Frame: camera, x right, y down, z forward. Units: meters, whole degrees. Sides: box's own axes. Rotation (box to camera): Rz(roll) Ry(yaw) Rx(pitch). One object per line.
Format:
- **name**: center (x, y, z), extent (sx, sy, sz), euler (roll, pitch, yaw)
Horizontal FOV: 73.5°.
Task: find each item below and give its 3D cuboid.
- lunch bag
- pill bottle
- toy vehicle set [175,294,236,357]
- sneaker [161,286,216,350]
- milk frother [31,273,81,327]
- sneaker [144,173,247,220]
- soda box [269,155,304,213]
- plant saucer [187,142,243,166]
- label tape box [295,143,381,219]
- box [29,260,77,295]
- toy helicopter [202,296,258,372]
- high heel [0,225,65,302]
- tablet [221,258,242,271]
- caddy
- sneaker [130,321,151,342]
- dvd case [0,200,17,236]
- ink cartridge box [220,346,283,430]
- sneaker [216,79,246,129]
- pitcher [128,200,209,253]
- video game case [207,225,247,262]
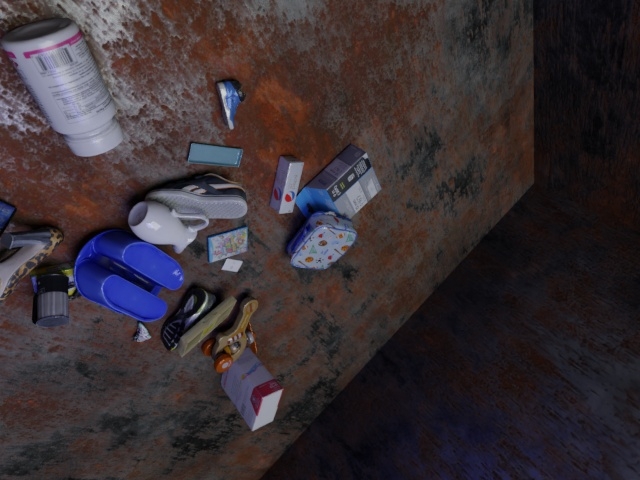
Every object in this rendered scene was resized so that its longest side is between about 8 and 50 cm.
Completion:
- **lunch bag**: center (0.000, 0.000, 1.858), extent (0.243, 0.115, 0.303), euler (11, 134, -31)
- **pill bottle**: center (-0.596, -0.356, 1.023), extent (0.160, 0.160, 0.283), euler (-31, 138, -22)
- **toy vehicle set**: center (-0.456, 0.341, 1.715), extent (0.267, 0.035, 0.166), euler (-42, 172, -40)
- **sneaker**: center (-0.518, 0.320, 1.706), extent (0.300, 0.111, 0.121), euler (-50, 152, 9)
- **milk frother**: center (-0.760, 0.185, 1.263), extent (0.143, 0.135, 0.129), euler (9, 146, -44)
- **sneaker**: center (-0.408, -0.146, 1.424), extent (0.320, 0.128, 0.126), euler (2, 141, -17)
- **soda box**: center (-0.132, -0.215, 1.660), extent (0.069, 0.074, 0.216), euler (-11, 128, -39)
- **plant saucer**: center (-0.352, -0.286, 1.434), extent (0.192, 0.018, 0.067), euler (-3, 122, -42)
- **label tape box**: center (0.081, -0.204, 1.848), extent (0.348, 0.115, 0.249), euler (-45, 142, -8)
- **box**: center (-0.786, 0.121, 1.328), extent (0.179, 0.043, 0.105), euler (-17, 132, -37)
- **toy helicopter**: center (-0.356, 0.408, 1.912), extent (0.234, 0.140, 0.355), euler (8, 112, -49)
- **high heel**: center (-0.825, 0.080, 1.196), extent (0.261, 0.093, 0.186), euler (-57, 172, 12)
- **tablet**: center (-0.362, 0.102, 1.754), extent (0.083, 0.006, 0.054), euler (16, 109, -49)
- **caddy**: center (-0.616, 0.114, 1.385), extent (0.241, 0.179, 0.341), euler (-64, 148, -19)
- **sneaker**: center (-0.688, 0.355, 1.618), extent (0.069, 0.038, 0.098), euler (-30, 138, -24)
- **dvd case**: center (-0.898, -0.011, 1.045), extent (0.180, 0.022, 0.253), euler (43, 63, -53)
- **ink cartridge box**: center (-0.332, 0.695, 2.029), extent (0.131, 0.306, 0.226), euler (-8, 126, -41)
- **sneaker**: center (-0.271, -0.432, 1.359), extent (0.084, 0.058, 0.152), euler (-22, 128, -19)
- **pitcher**: center (-0.470, -0.056, 1.339), extent (0.177, 0.126, 0.207), euler (-34, 147, 12)
- **video game case**: center (-0.362, 0.014, 1.674), extent (0.166, 0.015, 0.119), euler (-19, 133, -33)
